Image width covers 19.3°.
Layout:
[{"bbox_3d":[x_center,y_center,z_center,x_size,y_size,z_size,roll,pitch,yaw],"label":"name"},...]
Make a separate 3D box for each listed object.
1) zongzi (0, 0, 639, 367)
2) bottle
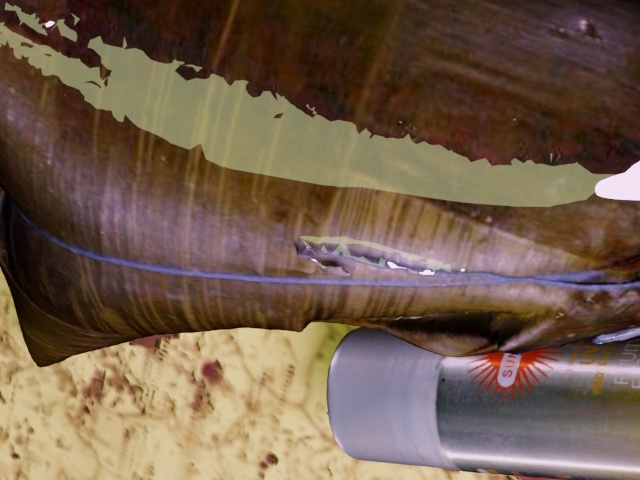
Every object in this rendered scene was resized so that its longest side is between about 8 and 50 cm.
[{"bbox_3d":[0.000,0.000,1.006,0.403,0.208,0.432,18,143,10],"label":"zongzi"},{"bbox_3d":[0.142,0.089,1.012,0.286,0.082,0.082,0,116,31],"label":"bottle"}]
